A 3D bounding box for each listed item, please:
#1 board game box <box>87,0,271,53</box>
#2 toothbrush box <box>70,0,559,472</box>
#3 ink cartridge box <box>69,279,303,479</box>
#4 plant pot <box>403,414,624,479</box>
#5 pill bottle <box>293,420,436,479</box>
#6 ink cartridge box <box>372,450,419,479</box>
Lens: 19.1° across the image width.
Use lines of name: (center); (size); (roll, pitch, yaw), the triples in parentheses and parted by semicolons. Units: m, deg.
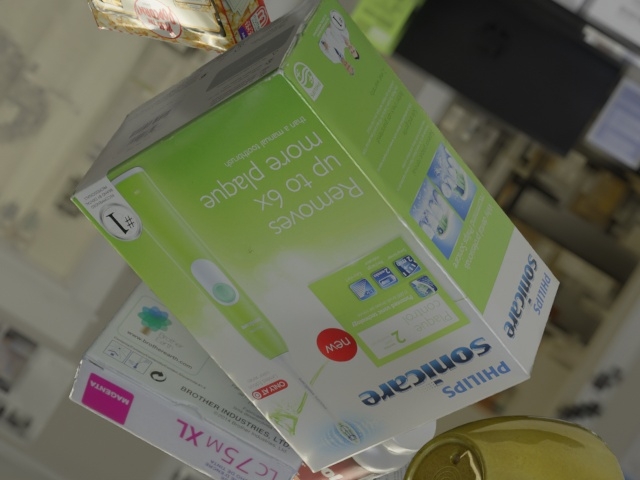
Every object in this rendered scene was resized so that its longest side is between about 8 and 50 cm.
board game box: (-0.130, -0.232, 1.421); (0.147, 0.045, 0.193); (15, 143, 30)
toothbrush box: (0.000, 0.000, 1.355); (0.283, 0.206, 0.122); (50, -145, -19)
ink cartridge box: (-0.055, 0.066, 1.562); (0.186, 0.065, 0.311); (29, -139, 4)
plant pot: (0.105, 0.162, 1.158); (0.095, 0.134, 0.134); (25, -176, -41)
pill bottle: (0.035, 0.180, 1.761); (0.086, 0.086, 0.152); (33, 144, -23)
ink cartridge box: (0.011, 0.232, 2.158); (0.219, 0.160, 0.092); (-3, 156, 1)
